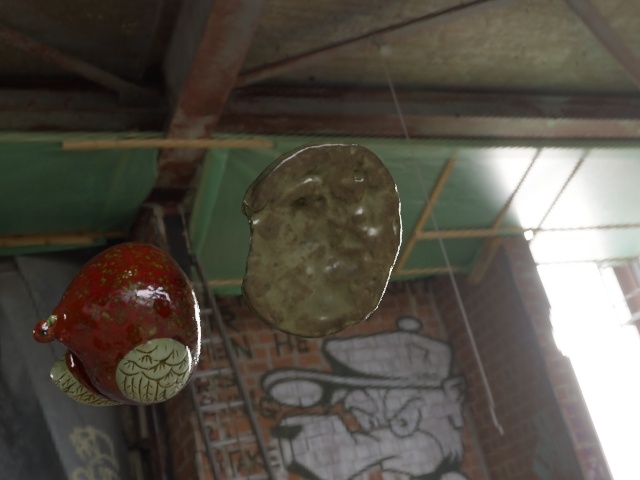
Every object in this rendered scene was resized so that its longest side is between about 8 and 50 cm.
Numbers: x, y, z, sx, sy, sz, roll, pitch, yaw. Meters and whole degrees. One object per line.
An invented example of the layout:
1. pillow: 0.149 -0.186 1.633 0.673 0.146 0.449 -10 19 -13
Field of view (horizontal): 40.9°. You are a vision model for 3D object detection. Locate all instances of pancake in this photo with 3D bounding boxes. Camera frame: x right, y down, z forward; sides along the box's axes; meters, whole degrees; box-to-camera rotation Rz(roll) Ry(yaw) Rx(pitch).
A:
1. pancake: -0.001 0.000 1.004 0.222 0.236 0.042 -24 23 -21

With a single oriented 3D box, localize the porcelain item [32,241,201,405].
1. porcelain item: -0.297 0.125 1.236 0.253 0.253 0.253 -12 -24 -5
